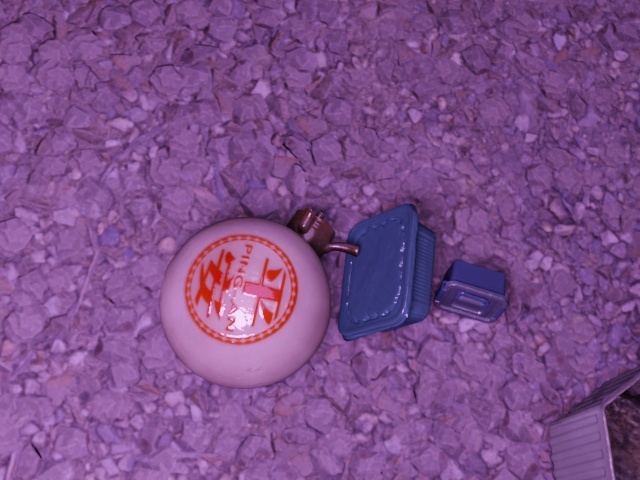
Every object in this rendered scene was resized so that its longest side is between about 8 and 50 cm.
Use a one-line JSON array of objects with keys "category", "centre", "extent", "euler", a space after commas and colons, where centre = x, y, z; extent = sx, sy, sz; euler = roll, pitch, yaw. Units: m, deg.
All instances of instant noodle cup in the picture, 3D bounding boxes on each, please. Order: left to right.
[{"category": "instant noodle cup", "centre": [0.099, 0.051, 1.414], "extent": [0.070, 0.157, 0.179], "euler": [20, 66, -28]}]

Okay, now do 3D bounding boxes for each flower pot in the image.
[{"category": "flower pot", "centre": [0.442, 0.288, 1.364], "extent": [0.239, 0.189, 0.209], "euler": [-33, 80, -19]}]

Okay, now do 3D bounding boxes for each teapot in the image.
[{"category": "teapot", "centre": [0.000, 0.000, 1.431], "extent": [0.110, 0.085, 0.080], "euler": [28, 76, 14]}]

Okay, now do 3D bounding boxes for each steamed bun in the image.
[{"category": "steamed bun", "centre": [-0.100, 0.079, 1.334], "extent": [0.231, 0.145, 0.232], "euler": [0, 81, 0]}]

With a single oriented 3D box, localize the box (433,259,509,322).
[{"category": "box", "centre": [0.220, 0.071, 1.464], "extent": [0.099, 0.074, 0.054], "euler": [17, 57, -5]}]
